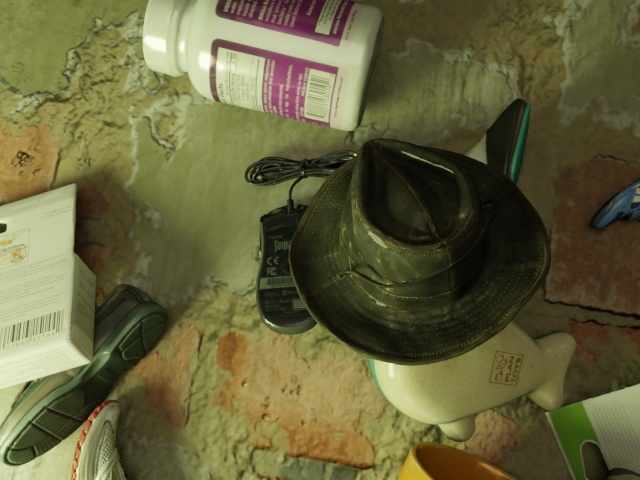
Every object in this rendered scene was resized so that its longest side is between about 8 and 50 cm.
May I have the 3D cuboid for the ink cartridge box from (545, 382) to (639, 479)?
[{"bbox_3d":[0.443,0.253,0.890,0.255,0.097,0.189,-28,76,30],"label":"ink cartridge box"}]

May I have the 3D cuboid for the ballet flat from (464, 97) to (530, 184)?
[{"bbox_3d":[0.225,-0.060,0.961,0.096,0.095,0.281,4,77,15],"label":"ballet flat"}]

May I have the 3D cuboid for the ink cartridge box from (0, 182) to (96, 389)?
[{"bbox_3d":[-0.446,0.076,0.946,0.296,0.066,0.261,-16,51,4],"label":"ink cartridge box"}]

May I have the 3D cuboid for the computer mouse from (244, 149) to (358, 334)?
[{"bbox_3d":[0.000,0.000,0.971,0.183,0.060,0.262,-9,66,4],"label":"computer mouse"}]

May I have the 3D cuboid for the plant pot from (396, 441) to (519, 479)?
[{"bbox_3d":[0.157,0.368,0.823,0.205,0.205,0.188,26,95,7],"label":"plant pot"}]

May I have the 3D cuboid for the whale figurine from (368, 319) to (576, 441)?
[{"bbox_3d":[0.187,0.142,0.910,0.271,0.141,0.217,10,91,-19],"label":"whale figurine"}]

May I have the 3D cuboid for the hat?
[{"bbox_3d":[0.095,-0.031,0.826,0.331,0.134,0.332,-10,50,12],"label":"hat"}]

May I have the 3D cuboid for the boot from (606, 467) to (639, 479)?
[{"bbox_3d":[0.386,0.383,0.773,0.236,0.085,0.179,30,68,29],"label":"boot"}]

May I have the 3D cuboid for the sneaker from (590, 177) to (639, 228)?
[{"bbox_3d":[0.434,-0.050,0.970,0.144,0.053,0.059,-31,81,-4],"label":"sneaker"}]

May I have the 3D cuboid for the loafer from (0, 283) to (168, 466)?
[{"bbox_3d":[-0.318,0.169,0.934,0.084,0.096,0.267,37,73,28],"label":"loafer"}]

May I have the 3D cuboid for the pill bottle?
[{"bbox_3d":[-0.076,-0.260,0.972,0.301,0.169,0.169,14,78,4],"label":"pill bottle"}]

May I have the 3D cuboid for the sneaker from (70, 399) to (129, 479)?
[{"bbox_3d":[-0.268,0.316,0.903,0.092,0.088,0.226,5,77,-18],"label":"sneaker"}]
